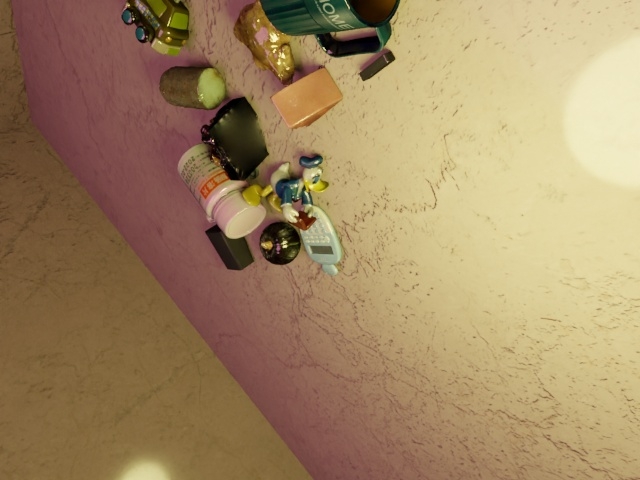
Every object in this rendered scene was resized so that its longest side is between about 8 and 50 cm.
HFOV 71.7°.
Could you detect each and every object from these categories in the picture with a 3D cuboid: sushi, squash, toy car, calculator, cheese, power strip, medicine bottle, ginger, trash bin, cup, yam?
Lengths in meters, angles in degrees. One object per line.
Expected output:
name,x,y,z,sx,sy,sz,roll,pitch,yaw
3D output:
sushi,-0.344,-0.388,1.716,0.213,0.215,0.227,12,147,47
squash,-0.171,0.014,1.854,0.193,0.156,0.193,7,107,23
toy car,-0.594,-0.846,1.658,0.198,0.204,0.247,-41,86,29
calculator,0.000,0.000,1.747,0.188,0.042,0.302,1,117,46
cheese,-0.069,-0.428,1.383,0.203,0.177,0.128,-21,101,52
power strip,0.154,-0.478,1.220,0.111,0.038,0.029,-21,100,51
medicine bottle,-0.413,-0.209,1.847,0.388,0.219,0.219,52,144,21
ginger,-0.150,-0.613,1.382,0.270,0.123,0.219,48,147,-7
trash bin,-0.442,0.026,2.195,0.165,0.115,0.225,0,121,46
cup,0.035,-0.634,1.109,0.292,0.308,0.241,15,95,41
yam,-0.496,-0.598,1.734,0.268,0.161,0.161,19,130,39

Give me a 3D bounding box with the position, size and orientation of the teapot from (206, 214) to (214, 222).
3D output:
teapot,-0.444,-0.147,2.061,0.245,0.116,0.159,-36,77,55

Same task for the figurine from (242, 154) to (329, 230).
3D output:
figurine,-0.098,-0.180,1.603,0.338,0.205,0.283,-44,56,39

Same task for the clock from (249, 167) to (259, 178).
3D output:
clock,-0.290,-0.298,1.853,0.085,0.017,0.085,27,135,31
